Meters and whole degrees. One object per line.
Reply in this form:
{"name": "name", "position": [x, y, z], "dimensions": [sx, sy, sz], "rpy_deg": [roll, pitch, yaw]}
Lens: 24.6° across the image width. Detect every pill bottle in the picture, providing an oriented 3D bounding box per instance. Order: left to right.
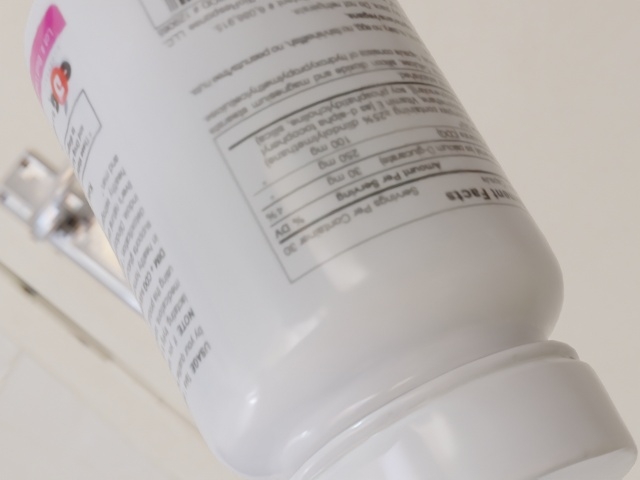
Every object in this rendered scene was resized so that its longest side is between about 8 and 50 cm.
{"name": "pill bottle", "position": [0.000, 0.000, 0.609], "dimensions": [0.160, 0.283, 0.160], "rpy_deg": [-24, -23, -11]}
